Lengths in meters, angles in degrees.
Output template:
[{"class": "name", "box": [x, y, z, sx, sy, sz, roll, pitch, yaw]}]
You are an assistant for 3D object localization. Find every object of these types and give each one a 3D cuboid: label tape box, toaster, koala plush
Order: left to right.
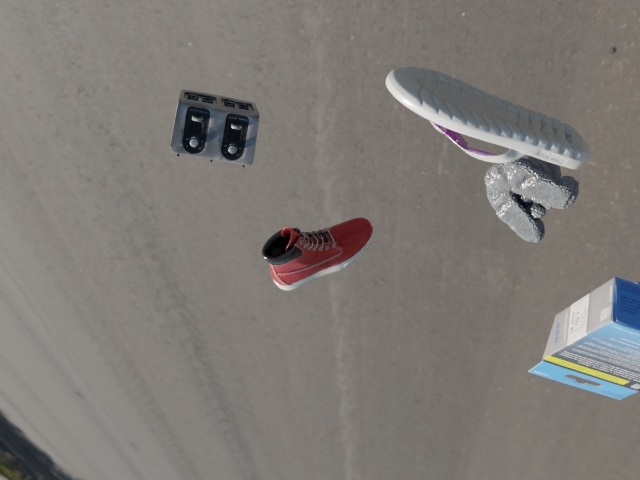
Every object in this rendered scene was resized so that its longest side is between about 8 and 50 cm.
[{"class": "toaster", "box": [-0.213, -0.231, 1.351, 0.168, 0.186, 0.110, 9, 109, -12]}, {"class": "koala plush", "box": [0.529, -0.150, 1.637, 0.203, 0.221, 0.196, 38, 135, 10]}, {"class": "label tape box", "box": [0.624, 0.215, 1.386, 0.240, 0.106, 0.334, 18, 151, -4]}]

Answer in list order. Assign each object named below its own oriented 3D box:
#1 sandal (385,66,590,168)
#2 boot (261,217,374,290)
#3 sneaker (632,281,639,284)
[{"class": "sandal", "box": [0.305, -0.200, 1.226, 0.416, 0.169, 0.102, 18, 127, -9]}, {"class": "boot", "box": [0.000, 0.000, 1.363, 0.088, 0.244, 0.176, 57, 171, 27]}, {"class": "sneaker", "box": [0.797, 0.196, 1.630, 0.081, 0.211, 0.080, 33, 136, -25]}]
